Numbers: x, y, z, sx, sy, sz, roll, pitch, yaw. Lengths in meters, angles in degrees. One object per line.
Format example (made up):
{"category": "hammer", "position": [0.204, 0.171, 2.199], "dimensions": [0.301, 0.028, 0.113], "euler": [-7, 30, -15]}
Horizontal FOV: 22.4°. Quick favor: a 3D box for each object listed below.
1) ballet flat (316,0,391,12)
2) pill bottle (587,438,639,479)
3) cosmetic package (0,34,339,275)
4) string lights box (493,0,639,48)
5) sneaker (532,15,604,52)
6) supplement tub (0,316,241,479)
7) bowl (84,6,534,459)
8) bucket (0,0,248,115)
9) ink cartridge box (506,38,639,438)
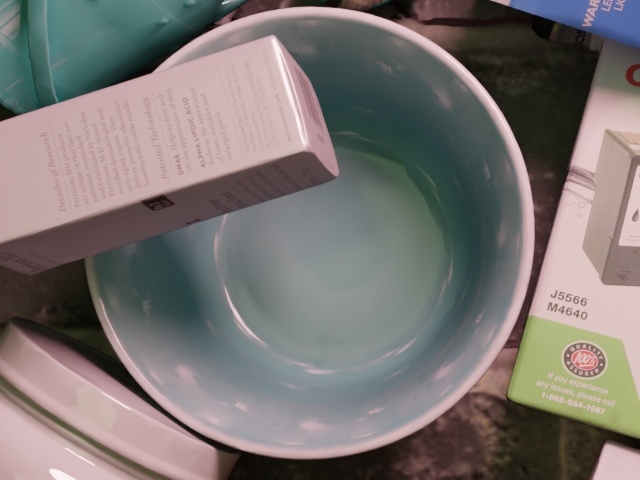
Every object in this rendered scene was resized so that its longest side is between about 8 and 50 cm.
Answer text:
{"category": "ballet flat", "position": [0.026, -0.330, 1.246], "dimensions": [0.106, 0.107, 0.316], "euler": [-8, 88, -12]}
{"category": "pill bottle", "position": [0.303, 0.250, 1.099], "dimensions": [0.283, 0.160, 0.160], "euler": [22, 88, 11]}
{"category": "cosmetic package", "position": [-0.115, -0.051, 1.054], "dimensions": [0.231, 0.117, 0.086], "euler": [-19, 79, 8]}
{"category": "string lights box", "position": [0.233, -0.185, 1.106], "dimensions": [0.259, 0.133, 0.077], "euler": [19, 122, 6]}
{"category": "sneaker", "position": [0.188, -0.224, 1.216], "dimensions": [0.074, 0.063, 0.170], "euler": [1, 88, 5]}
{"category": "supplement tub", "position": [-0.217, 0.236, 1.146], "dimensions": [0.228, 0.228, 0.316], "euler": [30, 89, 11]}
{"category": "bowl", "position": [0.000, 0.000, 1.171], "dimensions": [0.311, 0.163, 0.312], "euler": [-1, 85, 8]}
{"category": "bucket", "position": [-0.196, -0.229, 1.177], "dimensions": [0.183, 0.281, 0.281], "euler": [-36, 80, 13]}
{"category": "ink cartridge box", "position": [0.262, 0.010, 1.153], "dimensions": [0.198, 0.115, 0.273], "euler": [15, 86, 10]}
